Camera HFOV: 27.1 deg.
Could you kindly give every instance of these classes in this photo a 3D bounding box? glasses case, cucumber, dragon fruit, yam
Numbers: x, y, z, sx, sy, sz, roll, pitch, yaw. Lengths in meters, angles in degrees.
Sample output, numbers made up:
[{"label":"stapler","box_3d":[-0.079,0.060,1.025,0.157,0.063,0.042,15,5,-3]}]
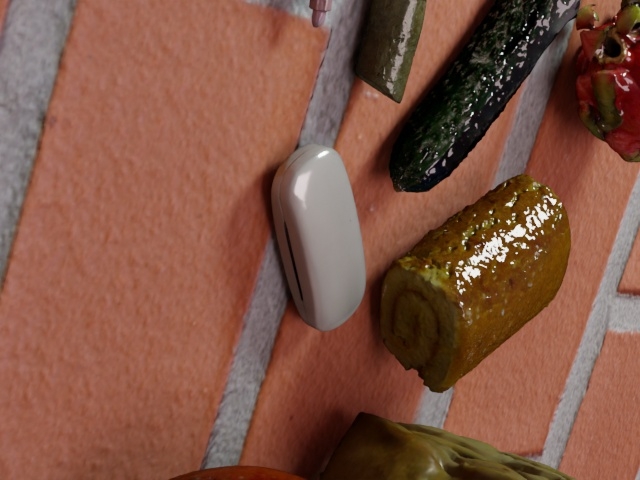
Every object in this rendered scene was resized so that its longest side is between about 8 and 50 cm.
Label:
[{"label":"glasses case","box_3d":[0.000,0.000,1.018,0.063,0.041,0.164,-39,136,-29]},{"label":"cucumber","box_3d":[0.132,-0.129,1.099,0.245,0.067,0.067,-54,142,-13]},{"label":"dragon fruit","box_3d":[0.315,-0.157,1.235,0.172,0.160,0.166,9,125,-53]},{"label":"yam","box_3d":[0.053,-0.153,1.001,0.043,0.043,0.094,-2,112,-51]}]

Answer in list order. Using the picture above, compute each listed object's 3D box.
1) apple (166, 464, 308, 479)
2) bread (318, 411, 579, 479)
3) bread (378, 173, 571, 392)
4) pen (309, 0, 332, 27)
[{"label":"apple","box_3d":[-0.070,0.292,0.926,0.206,0.251,0.272,86,24,-76]},{"label":"bread","box_3d":[0.082,0.303,1.072,0.191,0.370,0.314,25,89,-24]},{"label":"bread","box_3d":[0.134,0.034,1.150,0.172,0.103,0.132,-34,145,-34]},{"label":"pen","box_3d":[0.011,-0.244,0.909,0.053,0.032,0.197,-13,117,-48]}]
